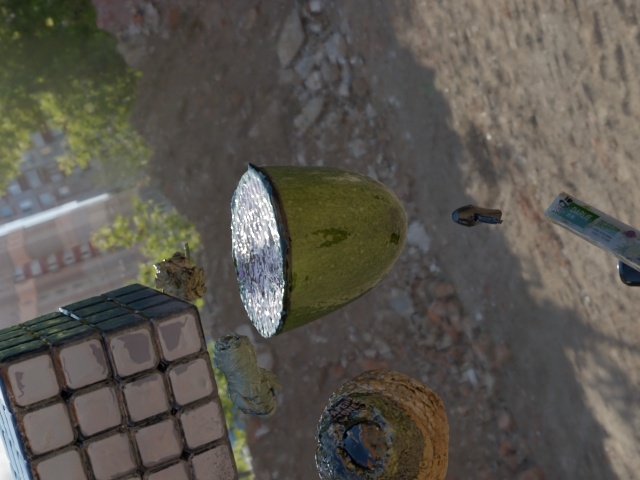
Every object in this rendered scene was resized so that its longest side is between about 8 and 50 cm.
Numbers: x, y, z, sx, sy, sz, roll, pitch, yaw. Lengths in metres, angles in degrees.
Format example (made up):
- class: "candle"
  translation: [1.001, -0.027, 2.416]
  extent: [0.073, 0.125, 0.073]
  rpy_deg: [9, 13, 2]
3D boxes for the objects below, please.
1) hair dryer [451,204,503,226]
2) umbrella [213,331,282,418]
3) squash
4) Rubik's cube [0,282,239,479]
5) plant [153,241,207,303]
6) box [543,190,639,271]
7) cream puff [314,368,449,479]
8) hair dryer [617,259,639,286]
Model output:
- class: "hair dryer"
  translation: [0.230, -0.030, 1.210]
  extent: [0.083, 0.079, 0.031]
  rpy_deg: [23, 114, 60]
- class: "umbrella"
  translation: [-0.095, 0.180, 1.163]
  extent: [0.143, 0.067, 0.062]
  rpy_deg: [63, 175, -31]
- class: "squash"
  translation: [0.024, 0.008, 1.611]
  extent: [0.310, 0.309, 0.310]
  rpy_deg: [175, 90, -69]
- class: "Rubik's cube"
  translation: [-0.385, 0.293, 1.570]
  extent: [0.344, 0.337, 0.343]
  rpy_deg: [3, 108, 61]
- class: "plant"
  translation: [-0.288, 0.066, 1.860]
  extent: [0.122, 0.105, 0.116]
  rpy_deg: [-75, -33, -47]
- class: "box"
  translation: [0.422, -0.011, 1.313]
  extent: [0.041, 0.050, 0.207]
  rpy_deg: [39, 180, -42]
- class: "cream puff"
  translation: [0.060, 0.243, 1.084]
  extent: [0.169, 0.183, 0.183]
  rpy_deg: [32, -147, -65]
- class: "hair dryer"
  translation: [0.829, 0.042, 2.064]
  extent: [0.352, 0.189, 0.107]
  rpy_deg: [-8, -85, -55]
